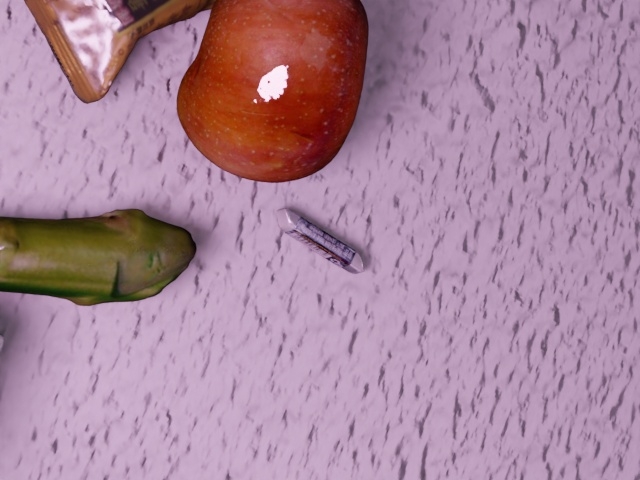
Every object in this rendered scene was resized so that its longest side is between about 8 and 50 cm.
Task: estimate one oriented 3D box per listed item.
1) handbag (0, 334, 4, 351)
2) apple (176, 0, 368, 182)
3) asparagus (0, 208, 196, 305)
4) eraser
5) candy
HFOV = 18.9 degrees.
[{"bbox_3d":[-0.414,0.076,1.480,0.298,0.151,0.171,38,40,-16],"label":"handbag"},{"bbox_3d":[-0.044,-0.152,1.755,0.162,0.201,0.201,11,69,-3],"label":"apple"},{"bbox_3d":[-0.274,0.010,1.643,0.343,0.085,0.082,2,71,-27],"label":"asparagus"},{"bbox_3d":[0.000,0.000,1.830,0.099,0.027,0.019,31,70,-17],"label":"eraser"},{"bbox_3d":[-0.157,-0.245,1.777,0.271,0.101,0.143,-39,105,-38],"label":"candy"}]
